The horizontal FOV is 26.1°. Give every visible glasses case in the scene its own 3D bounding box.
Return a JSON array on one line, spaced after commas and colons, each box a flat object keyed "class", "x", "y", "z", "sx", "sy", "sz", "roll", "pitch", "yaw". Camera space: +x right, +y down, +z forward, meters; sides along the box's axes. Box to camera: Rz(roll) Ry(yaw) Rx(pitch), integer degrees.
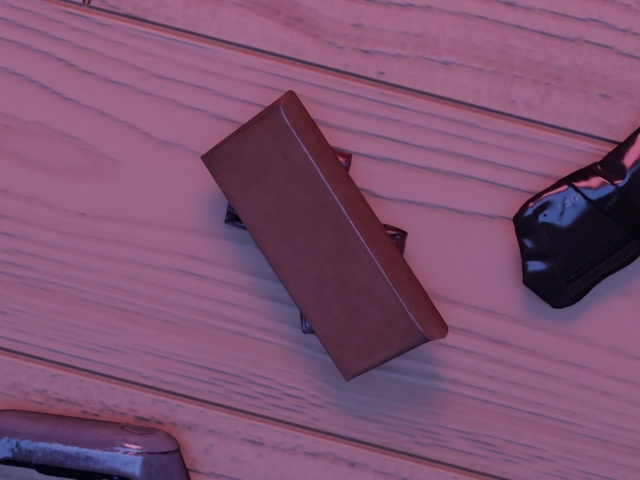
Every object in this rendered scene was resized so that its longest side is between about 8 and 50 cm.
[{"class": "glasses case", "x": 0.000, "y": 0.000, "z": 0.950, "sx": 0.102, "sy": 0.070, "sz": 0.193, "roll": -31, "pitch": 95, "yaw": 31}]

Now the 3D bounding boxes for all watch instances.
[{"class": "watch", "x": -0.182, "y": 0.219, "z": 0.960, "sx": 0.206, "sy": 0.068, "sz": 0.193, "roll": 7, "pitch": 93, "yaw": -1}]

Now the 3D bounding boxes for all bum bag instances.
[{"class": "bum bag", "x": 0.214, "y": -0.034, "z": 0.946, "sx": 0.198, "sy": 0.049, "sz": 0.087, "roll": -36, "pitch": 113, "yaw": 3}]
